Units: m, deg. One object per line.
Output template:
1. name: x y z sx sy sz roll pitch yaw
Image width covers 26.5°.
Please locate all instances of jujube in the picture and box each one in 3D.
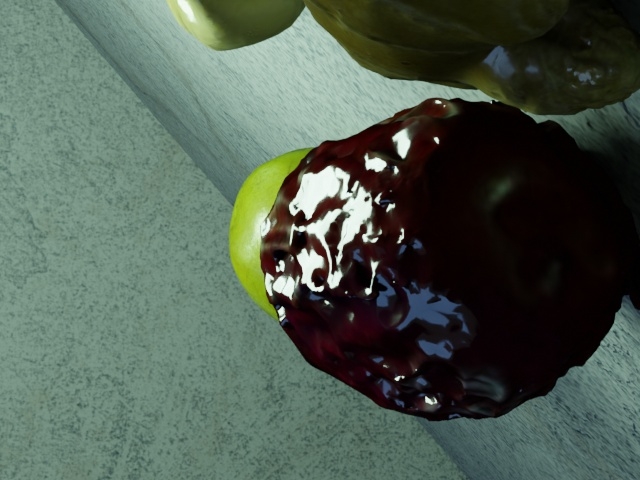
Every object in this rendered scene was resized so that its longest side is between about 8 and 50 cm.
1. jujube: 0.089 0.015 1.026 0.258 0.258 0.376 48 159 -1

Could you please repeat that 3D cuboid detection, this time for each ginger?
1. ginger: 0.084 -0.165 0.802 0.236 0.166 0.375 10 -173 14

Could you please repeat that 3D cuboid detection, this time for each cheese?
1. cheese: -0.108 -0.271 1.183 0.226 0.117 0.214 56 173 -16

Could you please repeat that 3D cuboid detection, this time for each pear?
1. pear: 0.000 0.000 1.525 0.212 0.212 0.269 52 176 -27
